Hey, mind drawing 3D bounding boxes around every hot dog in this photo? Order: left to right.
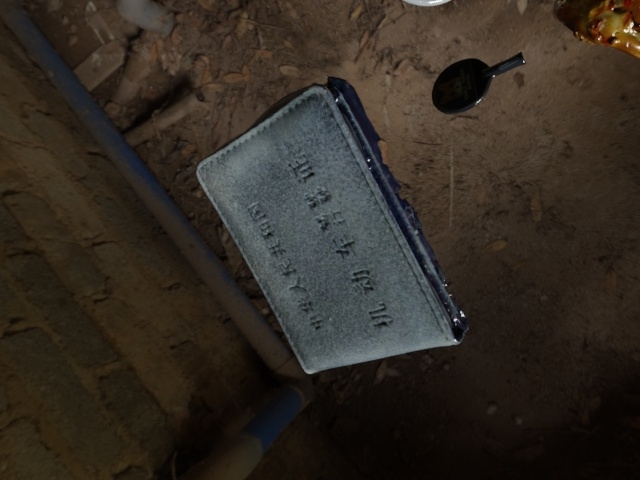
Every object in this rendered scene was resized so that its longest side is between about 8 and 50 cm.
[{"bbox_3d":[0.520,-0.412,0.897,0.256,0.153,0.150,47,124,33],"label":"hot dog"}]

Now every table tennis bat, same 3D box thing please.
[{"bbox_3d":[0.382,-0.395,1.258,0.236,0.027,0.150,-18,63,35],"label":"table tennis bat"}]

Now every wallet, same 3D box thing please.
[{"bbox_3d":[-0.001,0.001,0.414,0.167,0.036,0.222,-22,97,38],"label":"wallet"}]

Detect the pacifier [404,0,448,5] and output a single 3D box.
[{"bbox_3d":[0.234,-0.650,1.037,0.300,0.233,0.244,8,75,0],"label":"pacifier"}]
